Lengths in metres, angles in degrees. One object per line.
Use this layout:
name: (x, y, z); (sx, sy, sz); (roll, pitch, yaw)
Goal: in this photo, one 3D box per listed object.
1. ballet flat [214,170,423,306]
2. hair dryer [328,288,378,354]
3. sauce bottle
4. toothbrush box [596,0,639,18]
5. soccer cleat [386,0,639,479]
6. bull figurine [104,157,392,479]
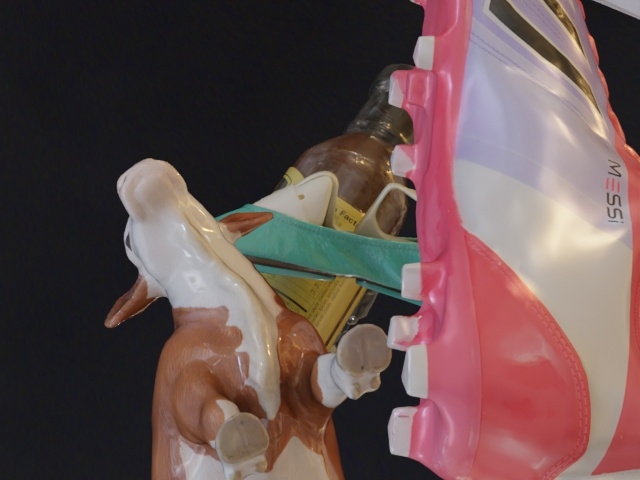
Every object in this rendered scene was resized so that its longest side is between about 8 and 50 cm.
ballet flat: (0.023, -0.004, 0.916); (0.247, 0.083, 0.087); (12, -88, -3)
hair dryer: (-0.077, 0.127, 1.462); (0.223, 0.080, 0.293); (2, -47, -24)
sauce bottle: (0.000, 0.000, 1.035); (0.111, 0.111, 0.344); (48, -120, -26)
toothbrush box: (0.231, -0.253, 0.593); (0.283, 0.122, 0.206); (-30, -47, -22)
soccer cleat: (0.074, -0.029, 0.433); (0.095, 0.248, 0.083); (8, -35, -3)
bull figurine: (-0.033, 0.111, 0.591); (0.101, 0.188, 0.310); (-8, -87, -16)
